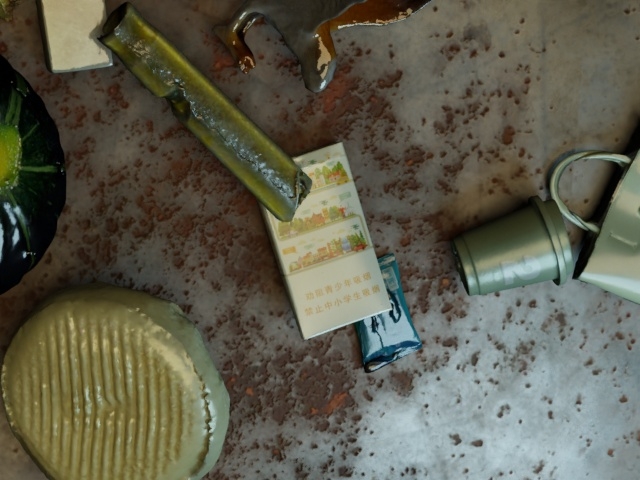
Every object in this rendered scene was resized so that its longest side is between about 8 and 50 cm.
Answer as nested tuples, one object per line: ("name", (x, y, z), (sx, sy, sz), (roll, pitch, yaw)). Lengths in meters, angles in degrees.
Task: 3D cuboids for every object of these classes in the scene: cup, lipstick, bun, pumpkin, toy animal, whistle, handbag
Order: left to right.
("pumpkin", (-0.435, -0.063, 1.464), (0.296, 0.296, 0.295), (-3, 101, -14))
("lipstick", (-0.297, -0.377, 1.514), (0.076, 0.080, 0.371), (-9, 103, -15))
("bun", (-0.232, 0.172, 1.590), (0.287, 0.146, 0.287), (5, 114, 12))
("whistle", (-0.125, -0.145, 1.561), (0.326, 0.057, 0.068), (44, 66, -27))
("toy animal", (-0.037, -0.337, 1.562), (0.302, 0.225, 0.284), (-46, 76, 17))
("cup", (0.242, 0.012, 1.718), (0.141, 0.120, 0.120), (-14, 104, 0))
("handbag", (0.448, -0.026, 1.765), (0.315, 0.109, 0.241), (25, 91, -16))

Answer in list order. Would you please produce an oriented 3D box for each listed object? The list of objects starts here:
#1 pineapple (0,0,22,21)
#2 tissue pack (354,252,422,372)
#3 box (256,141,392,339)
("pineapple", (-0.371, -0.294, 1.516), (0.114, 0.077, 0.114), (-30, 120, -1))
("tissue pack", (0.076, 0.094, 1.729), (0.085, 0.028, 0.138), (-21, 108, -11))
("box", (0.000, 0.000, 1.674), (0.122, 0.032, 0.220), (-18, 96, -11))
